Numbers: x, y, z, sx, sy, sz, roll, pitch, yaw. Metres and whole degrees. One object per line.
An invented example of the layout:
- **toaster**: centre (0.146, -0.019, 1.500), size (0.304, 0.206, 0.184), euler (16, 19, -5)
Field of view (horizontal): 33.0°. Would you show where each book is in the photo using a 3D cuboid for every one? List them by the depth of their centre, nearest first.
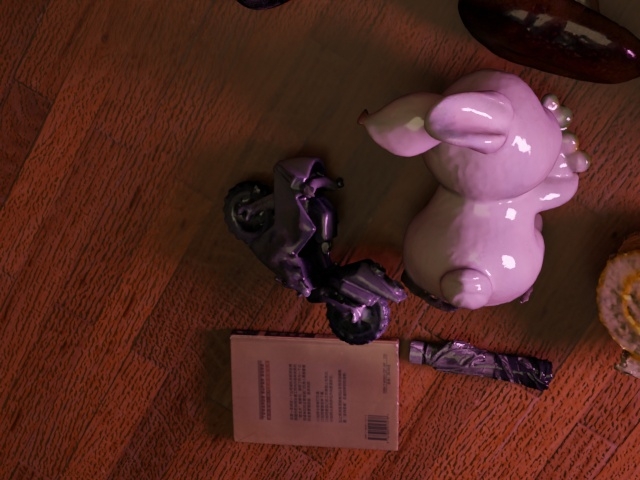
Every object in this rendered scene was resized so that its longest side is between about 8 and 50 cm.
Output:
- **book**: centre (-0.008, 0.204, 1.462), size (0.230, 0.026, 0.161), euler (2, 105, 9)

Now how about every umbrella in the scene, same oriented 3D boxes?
- **umbrella**: centre (0.208, 0.156, 1.405), size (0.188, 0.046, 0.050), euler (10, 103, 12)

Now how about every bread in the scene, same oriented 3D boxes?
- **bread**: centre (0.457, 0.082, 1.276), size (0.257, 0.124, 0.186), euler (15, 123, 25)

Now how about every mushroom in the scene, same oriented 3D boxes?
- **mushroom**: centre (0.285, -0.304, 1.238), size (0.227, 0.148, 0.218), euler (17, 89, -6)

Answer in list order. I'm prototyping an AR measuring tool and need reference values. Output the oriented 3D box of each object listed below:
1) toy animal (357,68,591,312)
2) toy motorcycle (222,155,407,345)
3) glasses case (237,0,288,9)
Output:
- **toy animal**: centre (0.179, -0.071, 1.252), size (0.182, 0.247, 0.310), euler (26, 133, 30)
- **toy motorcycle**: centre (0.000, 0.000, 1.356), size (0.270, 0.106, 0.159), euler (42, 112, 13)
- **glasses case**: centre (-0.099, -0.407, 1.286), size (0.103, 0.067, 0.267), euler (-19, 102, 15)
